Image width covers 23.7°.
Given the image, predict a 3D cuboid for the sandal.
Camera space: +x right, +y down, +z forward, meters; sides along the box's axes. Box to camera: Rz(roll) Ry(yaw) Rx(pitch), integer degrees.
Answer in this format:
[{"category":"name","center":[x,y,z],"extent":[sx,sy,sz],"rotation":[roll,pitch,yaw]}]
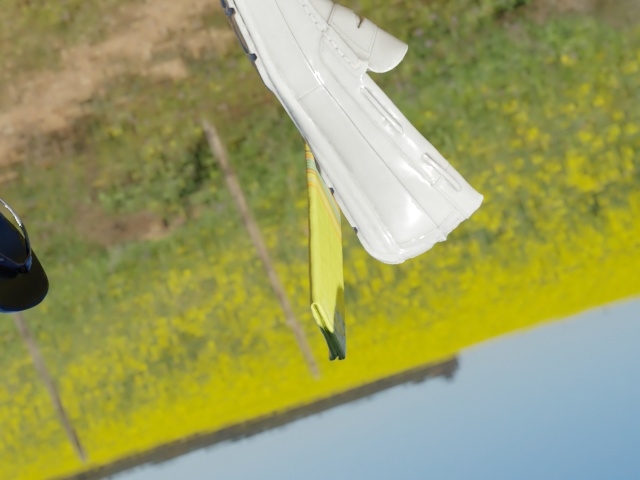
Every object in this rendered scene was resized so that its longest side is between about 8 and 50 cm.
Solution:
[{"category":"sandal","center":[-0.361,-0.018,1.600],"extent":[0.054,0.254,0.097],"rotation":[-8,-140,30]}]

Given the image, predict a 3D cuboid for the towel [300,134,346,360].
[{"category":"towel","center":[0.000,0.000,1.542],"extent":[0.021,0.237,0.102],"rotation":[-13,139,12]}]

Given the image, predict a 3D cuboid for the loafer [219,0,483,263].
[{"category":"loafer","center":[0.014,-0.134,1.194],"extent":[0.111,0.319,0.112],"rotation":[-31,-166,1]}]
